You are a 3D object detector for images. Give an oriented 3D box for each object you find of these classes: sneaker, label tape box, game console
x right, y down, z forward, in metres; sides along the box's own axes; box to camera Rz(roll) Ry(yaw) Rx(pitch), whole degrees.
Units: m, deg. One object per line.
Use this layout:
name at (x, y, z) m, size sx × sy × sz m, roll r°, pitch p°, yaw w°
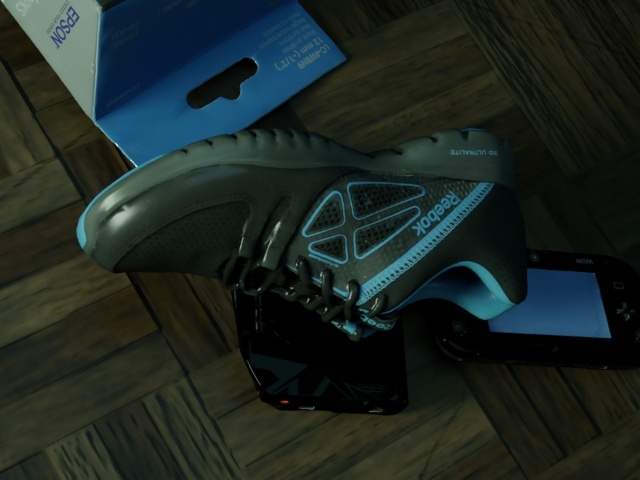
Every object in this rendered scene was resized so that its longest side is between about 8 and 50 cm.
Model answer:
sneaker at (0.000, 0.000, 0.946) m, size 0.341 × 0.125 × 0.139 m, roll -5°, pitch 73°, yaw -18°
label tape box at (-0.135, -0.250, 1.028) m, size 0.249 × 0.115 × 0.347 m, roll -38°, pitch 90°, yaw -37°
game console at (0.103, 0.035, 1.059) m, size 0.361 × 0.044 × 0.213 m, roll 5°, pitch 65°, yaw -18°
